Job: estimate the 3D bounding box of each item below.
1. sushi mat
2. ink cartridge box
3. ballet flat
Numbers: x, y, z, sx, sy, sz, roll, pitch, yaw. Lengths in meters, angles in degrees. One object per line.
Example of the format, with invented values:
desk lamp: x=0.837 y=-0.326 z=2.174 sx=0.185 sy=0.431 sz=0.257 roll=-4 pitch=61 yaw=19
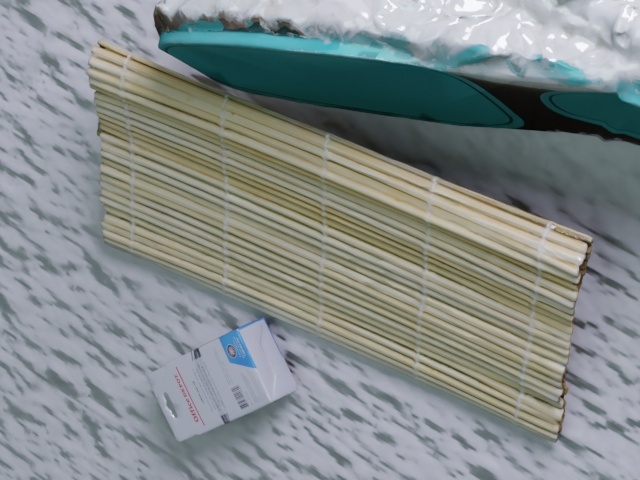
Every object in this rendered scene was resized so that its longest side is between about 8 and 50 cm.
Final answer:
sushi mat: x=0.000 y=0.000 z=1.044 sx=0.317 sy=0.019 sz=0.151 roll=23 pitch=138 yaw=24
ink cartridge box: x=-0.059 y=0.084 z=1.119 sx=0.083 sy=0.028 sz=0.048 roll=-27 pitch=88 yaw=38
ballet flat: x=0.117 y=-0.114 z=0.938 sx=0.409 sy=0.147 sz=0.147 roll=12 pitch=107 yaw=24
